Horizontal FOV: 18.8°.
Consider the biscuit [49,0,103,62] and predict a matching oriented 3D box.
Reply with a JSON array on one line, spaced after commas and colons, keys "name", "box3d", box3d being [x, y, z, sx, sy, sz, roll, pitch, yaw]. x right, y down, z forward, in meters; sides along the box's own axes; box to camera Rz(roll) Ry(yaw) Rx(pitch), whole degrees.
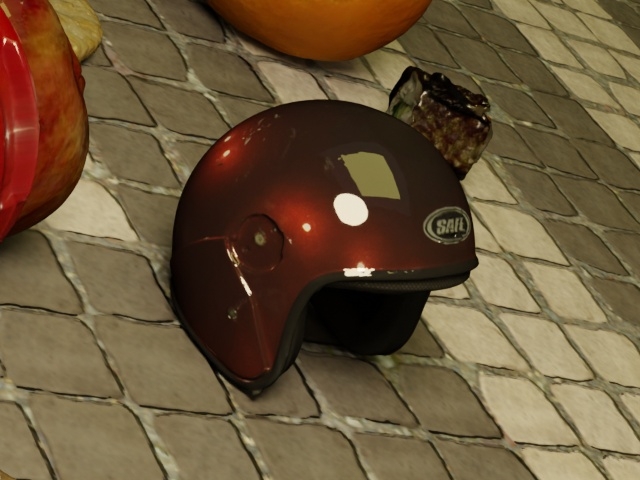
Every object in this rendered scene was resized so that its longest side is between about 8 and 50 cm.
[{"name": "biscuit", "box3d": [-0.273, -0.204, 1.531, 0.220, 0.033, 0.220, 25, 27, -14]}]

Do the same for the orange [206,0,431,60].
[{"name": "orange", "box3d": [-0.004, -0.290, 1.761, 0.261, 0.261, 0.261, 26, 26, -14]}]

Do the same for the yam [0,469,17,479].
[{"name": "yam", "box3d": [-0.230, 0.105, 1.034, 0.145, 0.032, 0.032, 30, 25, -8]}]

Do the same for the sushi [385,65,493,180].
[{"name": "sushi", "box3d": [0.104, -0.106, 1.708, 0.084, 0.098, 0.094, 27, 21, -17]}]

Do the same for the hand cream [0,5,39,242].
[{"name": "hand cream", "box3d": [-0.279, -0.057, 1.038, 0.230, 0.230, 0.149, 36, 22, 8]}]

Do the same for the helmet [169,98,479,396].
[{"name": "helmet", "box3d": [0.000, 0.000, 1.323, 0.216, 0.193, 0.189, -3, 3, 35]}]

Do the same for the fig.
[{"name": "fig", "box3d": [-0.241, -0.085, 1.204, 0.205, 0.205, 0.205, 26, 26, -14]}]
